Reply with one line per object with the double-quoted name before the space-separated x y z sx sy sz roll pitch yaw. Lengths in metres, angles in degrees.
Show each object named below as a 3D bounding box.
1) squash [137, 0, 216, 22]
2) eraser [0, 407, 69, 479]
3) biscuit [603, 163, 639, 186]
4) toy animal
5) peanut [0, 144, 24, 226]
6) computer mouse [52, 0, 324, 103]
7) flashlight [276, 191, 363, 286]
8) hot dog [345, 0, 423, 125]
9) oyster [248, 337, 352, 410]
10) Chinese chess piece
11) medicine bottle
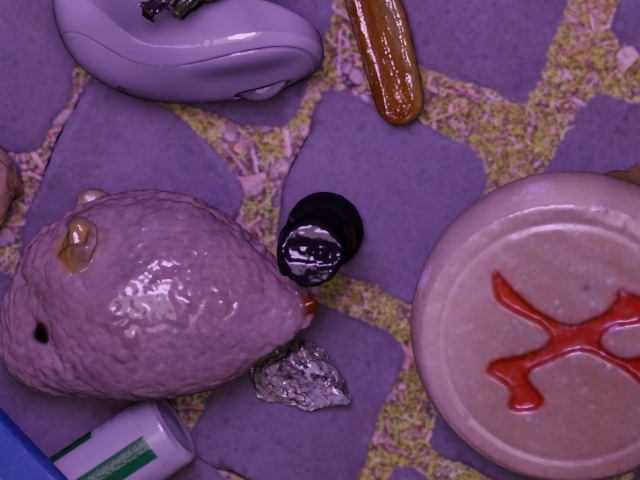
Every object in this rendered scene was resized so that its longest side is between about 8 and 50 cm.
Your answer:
"squash" -0.062 -0.327 1.724 0.087 0.087 0.331 44 69 -1
"eraser" -0.418 0.223 1.865 0.312 0.043 0.144 43 97 19
"biscuit" 0.388 0.012 1.857 0.274 0.036 0.187 28 96 0
"toy animal" -0.183 0.058 1.816 0.359 0.188 0.226 -5 100 3
"peanut" -0.478 -0.079 1.838 0.291 0.159 0.143 22 132 1
"computer mouse" -0.149 -0.204 1.795 0.297 0.184 0.121 16 78 0
"flashlight" 0.000 0.000 1.778 0.093 0.232 0.093 0 96 2
"hot dog" 0.066 -0.232 1.849 0.066 0.047 0.215 -19 93 -10
"oyster" -0.028 0.157 1.890 0.100 0.037 0.098 -24 93 5
"Chinese chess piece" 0.265 0.091 1.792 0.338 0.140 0.338 2 105 9
"medicine bottle" -0.269 0.276 1.885 0.260 0.095 0.095 -33 92 4
